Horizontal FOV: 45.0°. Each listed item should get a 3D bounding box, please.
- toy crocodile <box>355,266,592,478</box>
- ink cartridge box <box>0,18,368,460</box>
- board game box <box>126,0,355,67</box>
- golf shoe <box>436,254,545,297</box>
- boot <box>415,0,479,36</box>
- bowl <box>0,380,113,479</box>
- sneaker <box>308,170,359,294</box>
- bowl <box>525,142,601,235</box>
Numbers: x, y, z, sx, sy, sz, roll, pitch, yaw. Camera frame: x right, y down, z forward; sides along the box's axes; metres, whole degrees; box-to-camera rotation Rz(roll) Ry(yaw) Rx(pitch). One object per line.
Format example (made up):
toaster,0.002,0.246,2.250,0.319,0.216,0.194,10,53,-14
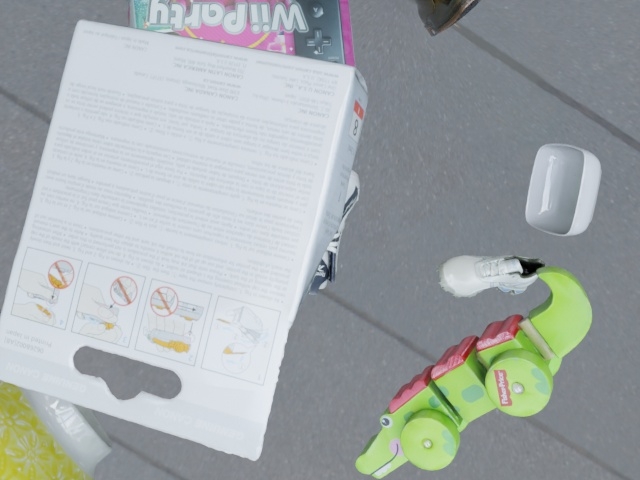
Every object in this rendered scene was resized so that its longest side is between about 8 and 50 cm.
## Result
toy crocodile,0.163,0.159,0.862,0.340,0.115,0.105,-42,85,29
ink cartridge box,-0.066,-0.005,0.370,0.145,0.045,0.180,13,90,14
board game box,-0.088,-0.267,0.794,0.223,0.097,0.304,-6,90,-18
golf shoe,0.262,0.043,1.175,0.176,0.086,0.069,-2,69,-28
boot,0.191,-0.402,1.266,0.082,0.219,0.106,-39,99,-2
bowl,-0.280,0.185,0.677,0.156,0.289,0.290,-36,103,-16
sneaker,0.000,0.000,1.191,0.094,0.153,0.235,11,149,-23
bowl,0.391,-0.081,1.229,0.053,0.142,0.142,4,100,-18
